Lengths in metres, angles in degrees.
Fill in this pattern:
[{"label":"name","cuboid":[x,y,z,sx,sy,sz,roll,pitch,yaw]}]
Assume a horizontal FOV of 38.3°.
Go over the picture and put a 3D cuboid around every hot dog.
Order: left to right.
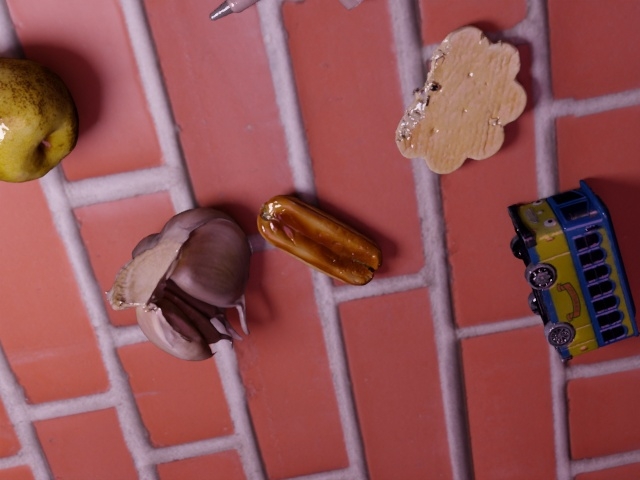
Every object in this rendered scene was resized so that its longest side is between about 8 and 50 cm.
[{"label":"hot dog","cuboid":[0.000,0.000,1.633,0.249,0.068,0.100,30,102,-20]}]

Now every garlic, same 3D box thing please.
[{"label":"garlic","cuboid":[-0.219,0.076,1.575,0.210,0.238,0.292,-26,154,20]}]

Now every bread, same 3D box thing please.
[{"label":"bread","cuboid":[0.244,-0.226,1.547,0.181,0.039,0.251,20,114,-15]}]

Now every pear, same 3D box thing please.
[{"label":"pear","cuboid":[-0.482,-0.193,1.430,0.197,0.197,0.197,-2,118,-3]}]

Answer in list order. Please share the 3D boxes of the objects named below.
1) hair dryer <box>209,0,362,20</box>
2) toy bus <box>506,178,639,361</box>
[{"label":"hair dryer","cuboid":[-0.063,-0.385,1.430,0.220,0.054,0.195,-41,109,18]},{"label":"toy bus","cuboid":[0.452,0.056,1.655,0.175,0.138,0.288,-20,118,8]}]
